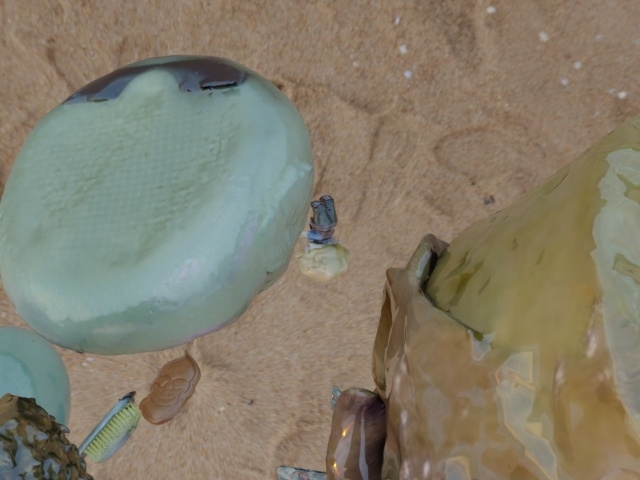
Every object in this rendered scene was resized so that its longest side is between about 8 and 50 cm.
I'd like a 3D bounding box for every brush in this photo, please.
[{"bbox_3d":[-0.432,0.408,1.550,0.060,0.068,0.297,44,94,12],"label":"brush"}]

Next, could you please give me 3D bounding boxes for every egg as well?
[{"bbox_3d":[-0.591,0.328,1.446,0.276,0.276,0.389,17,54,-6],"label":"egg"}]

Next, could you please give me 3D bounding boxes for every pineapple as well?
[{"bbox_3d":[-0.164,0.224,0.530,0.125,0.125,0.251,-37,98,-13],"label":"pineapple"}]

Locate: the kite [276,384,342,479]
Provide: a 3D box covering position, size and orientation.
[{"bbox_3d":[0.068,0.380,1.279,0.314,0.011,0.335,-5,101,28],"label":"kite"}]

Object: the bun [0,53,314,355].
[{"bbox_3d":[-0.130,-0.016,0.738,0.293,0.187,0.293,-13,56,20],"label":"bun"}]

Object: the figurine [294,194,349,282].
[{"bbox_3d":[0.000,0.000,1.849,0.114,0.108,0.196,-37,128,-47],"label":"figurine"}]

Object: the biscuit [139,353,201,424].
[{"bbox_3d":[-0.254,0.250,1.397,0.130,0.102,0.019,-56,132,-18],"label":"biscuit"}]

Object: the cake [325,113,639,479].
[{"bbox_3d":[0.168,0.129,0.505,0.332,0.321,0.332,20,52,-28],"label":"cake"}]
